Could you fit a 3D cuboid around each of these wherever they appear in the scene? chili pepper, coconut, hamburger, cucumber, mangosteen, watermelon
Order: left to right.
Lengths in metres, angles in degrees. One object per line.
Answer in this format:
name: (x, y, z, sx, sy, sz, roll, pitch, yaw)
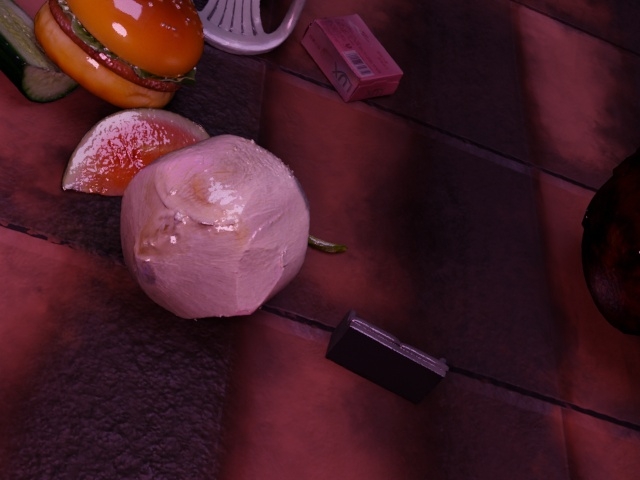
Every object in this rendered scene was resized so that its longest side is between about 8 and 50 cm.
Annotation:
cucumber: (-0.445, -0.289, 1.523, 0.244, 0.063, 0.115, 48, 22, 16)
hamburger: (-0.266, -0.305, 1.538, 0.246, 0.170, 0.246, 31, 27, -18)
watermelon: (-0.243, -0.118, 1.508, 0.245, 0.063, 0.119, -6, 69, -35)
coconut: (-0.135, -0.010, 1.356, 0.227, 0.227, 0.230, 43, 42, 9)
chili pepper: (0.000, -0.001, 1.572, 0.083, 0.017, 0.030, 27, 42, -7)
mangosteen: (0.609, 0.023, 1.676, 0.421, 0.381, 0.381, 33, 42, -16)

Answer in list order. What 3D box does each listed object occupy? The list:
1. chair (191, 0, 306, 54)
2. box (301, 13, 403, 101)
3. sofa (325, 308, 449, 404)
chair: (-0.121, -0.458, 1.808, 0.203, 0.190, 0.274, 17, 38, -16)
box: (0.053, -0.309, 1.849, 0.111, 0.060, 0.156, -17, 65, -40)
sofa: (0.091, 0.145, 1.448, 0.147, 0.085, 0.060, 28, 46, -6)
